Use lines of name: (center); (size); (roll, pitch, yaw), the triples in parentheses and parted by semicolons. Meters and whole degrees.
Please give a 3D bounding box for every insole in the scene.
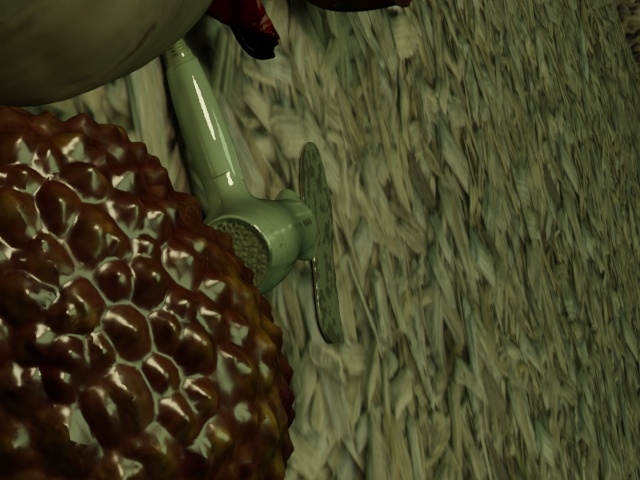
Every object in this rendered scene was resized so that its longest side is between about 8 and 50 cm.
insole: (0.000, 0.000, 1.415); (0.065, 0.006, 0.193); (32, 49, -62)

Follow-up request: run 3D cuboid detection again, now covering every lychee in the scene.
lychee: (-0.132, 0.065, 0.724); (0.236, 0.236, 0.271); (-74, 150, -52)

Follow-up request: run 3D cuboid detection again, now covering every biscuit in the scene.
biscuit: (-0.107, -0.221, 1.183); (0.235, 0.063, 0.151); (13, 45, -62)

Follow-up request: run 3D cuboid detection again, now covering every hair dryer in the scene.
hair dryer: (-0.075, -0.077, 1.221); (0.237, 0.075, 0.206); (67, 15, -4)

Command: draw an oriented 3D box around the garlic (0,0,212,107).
garlic: (-0.163, -0.203, 0.763); (0.317, 0.259, 0.317); (-10, 90, -67)

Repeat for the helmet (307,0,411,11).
helmet: (0.011, -0.290, 1.479); (0.155, 0.106, 0.175); (36, 43, -63)
